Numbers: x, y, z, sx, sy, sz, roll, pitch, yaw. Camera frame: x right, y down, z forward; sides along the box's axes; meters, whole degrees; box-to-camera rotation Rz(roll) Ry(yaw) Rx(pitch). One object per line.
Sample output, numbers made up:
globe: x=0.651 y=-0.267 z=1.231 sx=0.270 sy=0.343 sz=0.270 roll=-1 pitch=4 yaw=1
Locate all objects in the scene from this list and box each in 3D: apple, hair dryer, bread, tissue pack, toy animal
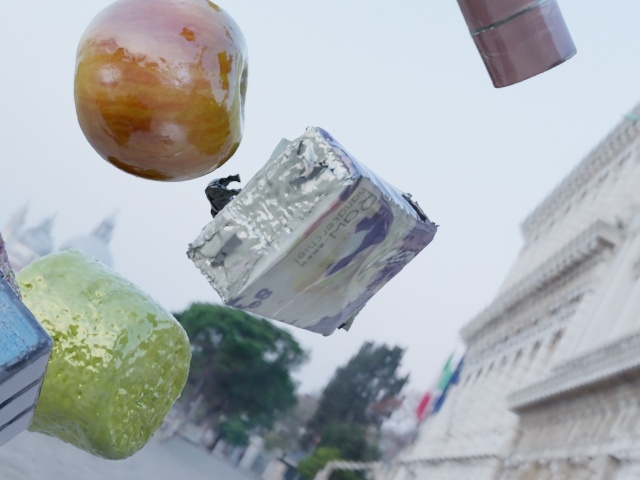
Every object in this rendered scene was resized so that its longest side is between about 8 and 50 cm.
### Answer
apple: x=-0.222 y=-0.222 z=1.654 sx=0.233 sy=0.286 sz=0.286 roll=3 pitch=-13 yaw=2
hair dryer: x=0.269 y=-0.358 z=1.687 sx=0.210 sy=0.125 sz=0.352 roll=64 pitch=16 yaw=-11
bread: x=-0.422 y=0.211 z=2.072 sx=0.307 sy=0.348 sz=0.348 roll=24 pitch=-12 yaw=25
tissue pack: x=0.000 y=0.000 z=1.563 sx=0.125 sy=0.242 sz=0.343 roll=51 pitch=10 yaw=23
toy animal: x=-0.152 y=-0.052 z=1.932 sx=0.065 sy=0.047 sz=0.136 roll=-10 pitch=-39 yaw=3

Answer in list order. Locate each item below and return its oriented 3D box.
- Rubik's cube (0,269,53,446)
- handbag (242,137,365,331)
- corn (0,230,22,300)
Rubik's cube: x=-0.522 y=0.139 z=1.330 sx=0.305 sy=0.301 sz=0.304 roll=47 pitch=-33 yaw=11
handbag: x=-0.010 y=-0.019 z=2.172 sx=0.315 sy=0.253 sz=0.109 roll=37 pitch=-31 yaw=-8
corn: x=-0.480 y=-0.012 z=1.543 sx=0.126 sy=0.126 sz=0.335 roll=20 pitch=-54 yaw=43
